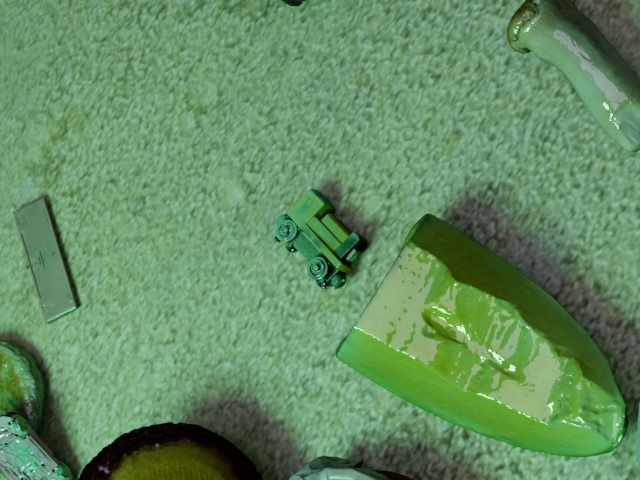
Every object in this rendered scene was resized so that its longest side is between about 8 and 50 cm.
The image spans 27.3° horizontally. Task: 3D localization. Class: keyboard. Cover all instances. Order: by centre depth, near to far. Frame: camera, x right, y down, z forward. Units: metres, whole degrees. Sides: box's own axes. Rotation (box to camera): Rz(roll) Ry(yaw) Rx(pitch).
[{"bbox_3d":[-0.364,0.027,1.742,0.055,0.017,0.166,-26,70,15],"label":"keyboard"}]

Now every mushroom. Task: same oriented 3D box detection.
[{"bbox_3d":[0.289,-0.188,1.436,0.084,0.071,0.209,-31,69,-19],"label":"mushroom"}]

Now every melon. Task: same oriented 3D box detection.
[{"bbox_3d":[0.184,0.126,1.401,0.323,0.124,0.196,32,97,20],"label":"melon"}]

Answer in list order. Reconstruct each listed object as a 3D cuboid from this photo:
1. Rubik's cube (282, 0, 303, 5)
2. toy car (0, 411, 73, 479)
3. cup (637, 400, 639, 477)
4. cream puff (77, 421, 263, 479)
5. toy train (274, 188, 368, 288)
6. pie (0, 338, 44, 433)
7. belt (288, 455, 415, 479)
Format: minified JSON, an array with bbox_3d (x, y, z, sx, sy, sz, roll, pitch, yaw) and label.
[{"bbox_3d":[-0.111,-0.499,1.552,0.305,0.310,0.307,33,98,28],"label":"Rubik's cube"},{"bbox_3d":[-0.370,0.270,1.649,0.069,0.055,0.142,-34,110,11],"label":"toy car"},{"bbox_3d":[0.462,0.184,1.208,0.312,0.205,0.205,1,81,27],"label":"cup"},{"bbox_3d":[-0.170,0.326,1.488,0.239,0.165,0.239,5,59,-9],"label":"cream puff"},{"bbox_3d":[0.000,0.000,1.555,0.081,0.050,0.122,-46,63,3],"label":"toy train"},{"bbox_3d":[-0.439,0.218,1.728,0.187,0.041,0.187,-5,79,25],"label":"pie"},{"bbox_3d":[0.066,0.381,1.413,0.227,0.115,0.324,-42,65,12],"label":"belt"}]
